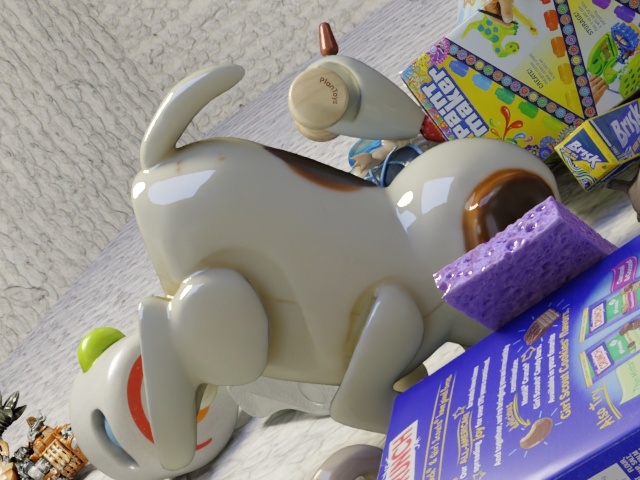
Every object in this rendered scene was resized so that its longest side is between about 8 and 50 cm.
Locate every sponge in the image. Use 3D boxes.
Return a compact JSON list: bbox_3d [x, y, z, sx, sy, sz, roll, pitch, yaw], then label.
[{"bbox_3d":[0.200,0.045,1.172,0.117,0.210,0.031,-37,46,22],"label":"sponge"}]

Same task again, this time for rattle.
[{"bbox_3d":[0.080,0.225,1.210,0.143,0.130,0.200,-13,2,43],"label":"rattle"}]

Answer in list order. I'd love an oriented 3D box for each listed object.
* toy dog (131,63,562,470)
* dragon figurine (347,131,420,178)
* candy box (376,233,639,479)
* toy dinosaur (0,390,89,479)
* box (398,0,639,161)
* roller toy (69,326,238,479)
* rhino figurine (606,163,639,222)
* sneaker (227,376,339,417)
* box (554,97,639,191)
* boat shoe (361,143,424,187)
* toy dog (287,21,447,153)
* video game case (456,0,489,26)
[{"bbox_3d":[0.039,0.016,1.402,0.408,0.395,0.284,-7,1,2],"label":"toy dog"},{"bbox_3d":[0.097,-0.131,2.286,0.289,0.085,0.144,-41,8,-14],"label":"dragon figurine"},{"bbox_3d":[0.191,0.140,1.039,0.317,0.122,0.268,-35,15,23],"label":"candy box"},{"bbox_3d":[-0.469,0.356,2.230,0.322,0.164,0.218,-20,30,-2],"label":"toy dinosaur"},{"bbox_3d":[0.276,-0.206,1.635,0.279,0.177,0.290,-37,-6,17],"label":"box"},{"bbox_3d":[-0.206,0.209,1.827,0.146,0.209,0.191,-26,55,51],"label":"roller toy"},{"bbox_3d":[0.347,-0.065,1.372,0.106,0.073,0.243,-50,9,-10],"label":"rhino figurine"},{"bbox_3d":[-0.003,0.130,1.708,0.151,0.094,0.256,-45,14,-28],"label":"sneaker"},{"bbox_3d":[0.318,-0.107,1.490,0.169,0.059,0.054,-24,-15,-46],"label":"box"},{"bbox_3d":[0.105,-0.064,2.056,0.089,0.109,0.258,-33,-5,-14],"label":"boat shoe"},{"bbox_3d":[0.105,-0.217,2.007,0.220,0.334,0.160,175,100,-67],"label":"toy dog"},{"bbox_3d":[0.218,-0.370,1.826,0.193,0.023,0.212,151,125,-74],"label":"video game case"}]
